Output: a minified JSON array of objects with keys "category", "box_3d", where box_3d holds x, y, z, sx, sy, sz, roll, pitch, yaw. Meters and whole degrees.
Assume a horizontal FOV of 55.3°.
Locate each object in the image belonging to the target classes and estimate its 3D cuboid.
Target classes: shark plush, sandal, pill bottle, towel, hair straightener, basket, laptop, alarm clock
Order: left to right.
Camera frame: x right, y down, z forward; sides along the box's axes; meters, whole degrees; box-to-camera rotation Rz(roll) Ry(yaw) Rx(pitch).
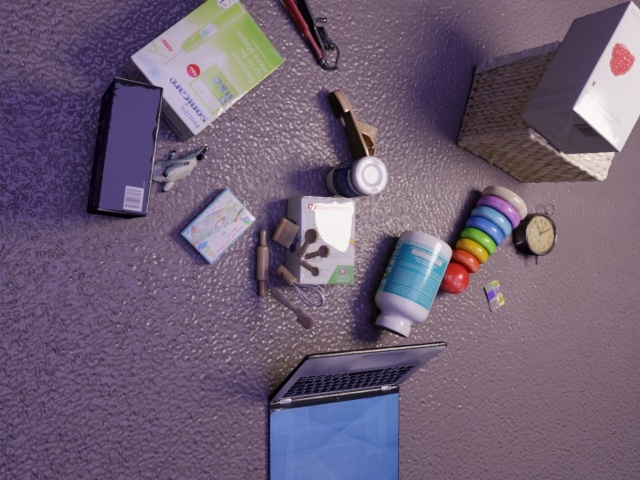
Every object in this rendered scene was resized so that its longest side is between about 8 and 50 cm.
[{"category":"shark plush","box_3d":[-0.321,-0.180,1.378,0.161,0.073,0.067,-37,76,-17]},{"category":"hair straightener","box_3d":[-0.003,-0.532,1.540,0.089,0.047,0.230,-40,107,-21]},{"category":"pill bottle","box_3d":[0.083,-0.153,1.515,0.094,0.169,0.094,0,89,-28]},{"category":"laptop","box_3d":[0.090,0.448,1.490,0.382,0.408,0.236,-1,56,-27]},{"category":"sandal","box_3d":[0.109,-0.285,1.574,0.079,0.088,0.239,-28,97,-18]},{"category":"pill bottle","box_3d":[0.234,0.116,1.604,0.146,0.146,0.263,30,77,-24]},{"category":"towel","box_3d":[0.521,0.164,1.825,0.060,0.009,0.083,-23,100,-24]},{"category":"alarm clock","box_3d":[0.665,-0.034,1.868,0.129,0.064,0.192,41,75,-21]},{"category":"basket","box_3d":[0.610,-0.337,1.703,0.329,0.331,0.266,23,86,-25]}]

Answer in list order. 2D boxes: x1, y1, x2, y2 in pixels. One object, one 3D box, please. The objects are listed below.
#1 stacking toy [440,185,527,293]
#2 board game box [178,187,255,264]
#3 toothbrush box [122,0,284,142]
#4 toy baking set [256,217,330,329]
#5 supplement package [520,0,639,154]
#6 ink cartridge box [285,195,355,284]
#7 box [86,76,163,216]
[{"category":"stacking toy","box_3d":[0.438,0.007,1.724,0.141,0.141,0.330,43,77,-20]},{"category":"board game box","box_3d":[-0.240,-0.034,1.431,0.154,0.026,0.103,-47,109,-19]},{"category":"toothbrush box","box_3d":[-0.259,-0.391,1.371,0.283,0.122,0.206,-44,108,-19]},{"category":"toy baking set","box_3d":[-0.072,0.076,1.439,0.030,0.197,0.255,2,93,-60]},{"category":"supplement package","box_3d":[0.650,-0.373,1.441,0.178,0.175,0.292,32,83,-21]},{"category":"ink cartridge box","box_3d":[0.000,0.000,1.516,0.155,0.093,0.212,1,91,-27]},{"category":"box","box_3d":[-0.406,-0.180,1.260,0.103,0.184,0.261,8,86,-24]}]
